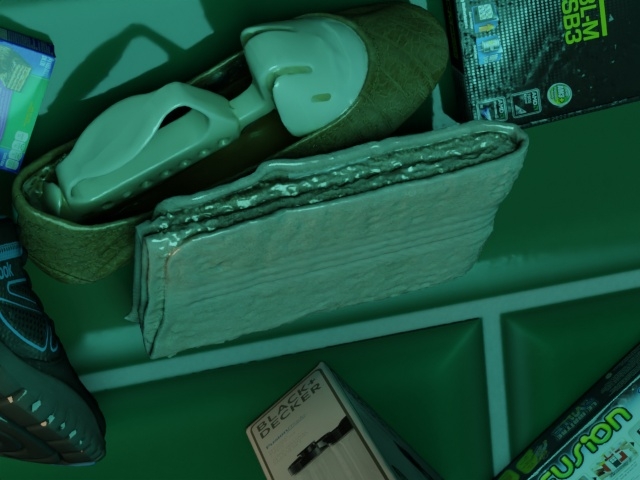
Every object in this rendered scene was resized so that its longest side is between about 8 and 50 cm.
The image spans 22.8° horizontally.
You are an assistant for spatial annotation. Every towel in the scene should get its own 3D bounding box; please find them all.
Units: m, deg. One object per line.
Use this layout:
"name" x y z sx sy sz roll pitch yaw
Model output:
"towel" 0.000 0.000 1.140 0.282 0.049 0.187 -13 154 -16

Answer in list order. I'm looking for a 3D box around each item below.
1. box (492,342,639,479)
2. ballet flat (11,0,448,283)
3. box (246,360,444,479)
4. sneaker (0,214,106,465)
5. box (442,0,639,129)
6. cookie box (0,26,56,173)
"box" 0.251 0.178 1.330 0.207 0.036 0.114 -43 113 4
"ballet flat" -0.068 -0.085 1.108 0.342 0.116 0.124 -26 156 1
"box" 0.054 0.218 1.160 0.087 0.290 0.169 -44 111 2
"sneaker" -0.222 0.055 1.084 0.125 0.140 0.341 2 152 15
"box" 0.182 -0.187 1.182 0.184 0.045 0.191 -12 112 -7
"cookie box" -0.250 -0.107 1.108 0.107 0.040 0.092 16 105 -17
